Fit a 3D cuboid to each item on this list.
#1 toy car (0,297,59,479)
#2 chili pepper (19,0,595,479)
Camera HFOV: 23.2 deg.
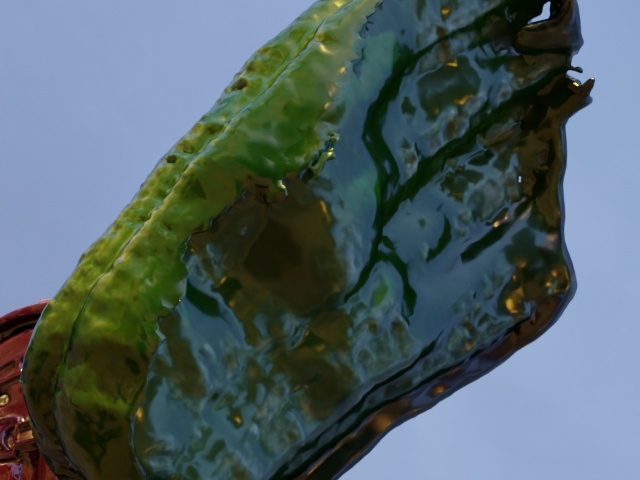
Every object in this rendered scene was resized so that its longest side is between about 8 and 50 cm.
[{"bbox_3d":[-0.142,0.216,1.058,0.271,0.341,0.240,-9,-35,16],"label":"toy car"},{"bbox_3d":[-0.004,0.001,0.820,0.167,0.385,0.213,22,-27,48],"label":"chili pepper"}]
